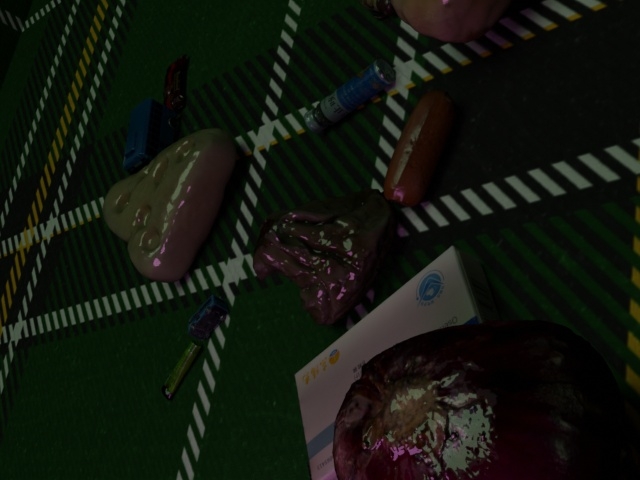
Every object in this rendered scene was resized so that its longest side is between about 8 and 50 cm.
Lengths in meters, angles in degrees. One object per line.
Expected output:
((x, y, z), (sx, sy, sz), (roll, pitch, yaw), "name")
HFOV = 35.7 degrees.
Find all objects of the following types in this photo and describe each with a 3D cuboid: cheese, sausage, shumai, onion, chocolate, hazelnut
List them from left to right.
((-0.313, -0.118, 2.098), (0.328, 0.129, 0.351), (-57, 36, 11), "cheese")
((-0.358, -0.374, 2.425), (0.086, 0.028, 0.182), (-29, 44, 35), "chocolate")
((0.000, 0.003, 1.553), (0.218, 0.185, 0.184), (-51, 36, 16), "shumai")
((0.157, -0.146, 1.555), (0.076, 0.076, 0.197), (12, 75, 55), "sausage")
((0.221, -0.443, 1.536), (0.241, 0.261, 0.261), (-3, 62, 23), "hazelnut")
((0.178, 0.258, 1.084), (0.337, 0.282, 0.260), (-23, 51, 25), "onion")

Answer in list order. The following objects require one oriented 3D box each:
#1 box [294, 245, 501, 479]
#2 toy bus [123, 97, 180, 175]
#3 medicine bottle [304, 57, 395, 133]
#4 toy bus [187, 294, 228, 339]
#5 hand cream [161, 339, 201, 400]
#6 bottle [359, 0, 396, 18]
((0.107, 0.187, 1.394), (0.343, 0.065, 0.200), (-42, 39, 27), "box")
((-0.395, -0.228, 2.303), (0.090, 0.106, 0.184), (-29, 46, 36), "toy bus")
((0.051, -0.258, 1.790), (0.191, 0.051, 0.051), (-33, 44, 36), "medicine bottle")
((-0.213, 0.144, 1.865), (0.083, 0.038, 0.046), (-47, 32, 18), "toy bus")
((-0.264, 0.243, 1.877), (0.036, 0.023, 0.122), (42, 103, 43), "hand cream")
((0.112, -0.446, 1.843), (0.047, 0.063, 0.101), (-35, 36, -11), "bottle")
